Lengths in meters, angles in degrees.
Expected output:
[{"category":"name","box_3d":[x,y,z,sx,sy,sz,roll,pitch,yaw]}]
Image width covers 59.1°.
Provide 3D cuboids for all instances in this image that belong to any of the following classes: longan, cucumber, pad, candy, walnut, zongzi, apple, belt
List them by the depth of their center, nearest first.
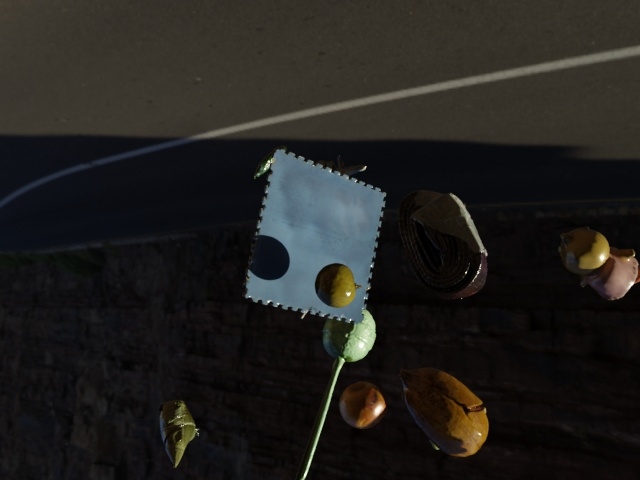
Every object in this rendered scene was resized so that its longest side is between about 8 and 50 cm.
[{"category":"longan","box_3d":[0.031,0.074,0.917,0.083,0.075,0.075,9,169,-21]},{"category":"pad","box_3d":[0.000,0.000,1.006,0.270,0.269,0.012,19,168,-35]},{"category":"zongzi","box_3d":[-0.266,0.394,1.082,0.062,0.130,0.154,-14,141,-8]},{"category":"candy","box_3d":[0.012,0.341,1.207,0.119,0.440,0.119,18,157,8]},{"category":"belt","box_3d":[0.301,0.003,1.412,0.184,0.289,0.164,-28,158,21]},{"category":"apple","box_3d":[0.130,0.494,1.707,0.146,0.146,0.146,5,170,1]},{"category":"walnut","box_3d":[0.372,0.511,1.733,0.336,0.209,0.209,42,166,-1]},{"category":"cucumber","box_3d":[-0.171,-0.263,1.863,0.037,0.155,0.037,41,167,11]}]

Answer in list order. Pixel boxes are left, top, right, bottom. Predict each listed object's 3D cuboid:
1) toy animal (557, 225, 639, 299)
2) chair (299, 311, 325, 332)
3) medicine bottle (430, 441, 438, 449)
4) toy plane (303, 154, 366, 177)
[{"category":"toy animal","box_3d":[0.836,0.064,1.717,0.281,0.169,0.195,41,130,-5]},{"category":"chair","box_3d":[0.032,0.164,1.878,0.159,0.247,0.172,17,143,58]},{"category":"medicine bottle","box_3d":[0.465,0.807,2.287,0.047,0.047,0.083,-1,134,29]},{"category":"toy plane","box_3d":[0.016,-0.185,1.499,0.262,0.088,0.192,-18,180,45]}]
